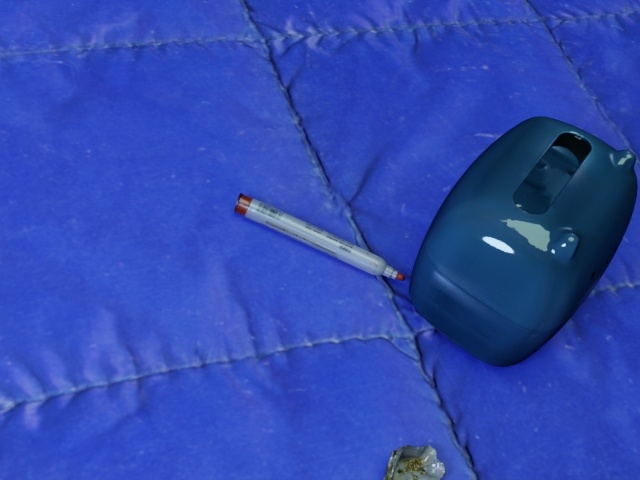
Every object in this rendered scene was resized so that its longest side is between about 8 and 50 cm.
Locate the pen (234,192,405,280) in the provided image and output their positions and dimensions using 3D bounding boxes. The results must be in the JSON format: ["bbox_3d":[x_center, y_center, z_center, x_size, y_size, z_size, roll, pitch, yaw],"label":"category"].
[{"bbox_3d":[0.000,0.000,1.388,0.218,0.026,0.026,25,47,0],"label":"pen"}]

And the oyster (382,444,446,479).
[{"bbox_3d":[0.087,0.238,1.213,0.093,0.034,0.051,-7,69,-39],"label":"oyster"}]

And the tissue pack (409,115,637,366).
[{"bbox_3d":[0.242,-0.015,1.369,0.198,0.206,0.287,35,47,12],"label":"tissue pack"}]
